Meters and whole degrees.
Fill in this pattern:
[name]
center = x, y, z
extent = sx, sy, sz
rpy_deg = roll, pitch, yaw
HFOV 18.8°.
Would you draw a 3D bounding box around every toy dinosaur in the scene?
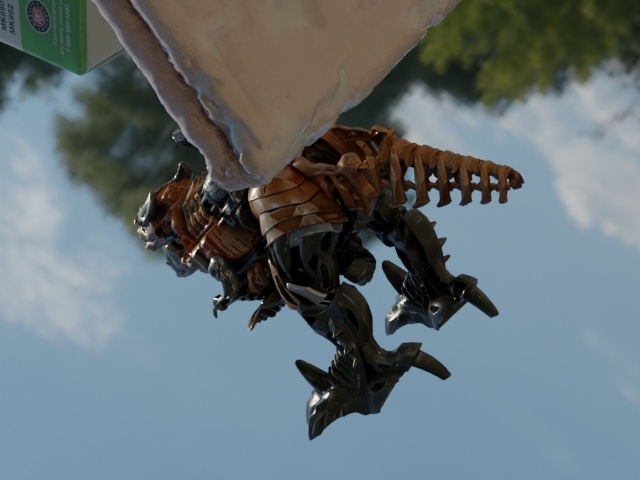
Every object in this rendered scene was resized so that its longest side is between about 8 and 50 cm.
[toy dinosaur]
center = 0.000, 0.000, 1.305
extent = 0.218, 0.164, 0.322
rpy_deg = 58, 160, -16

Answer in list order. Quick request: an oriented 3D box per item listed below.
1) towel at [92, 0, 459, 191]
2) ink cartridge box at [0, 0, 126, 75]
[towel]
center = -0.029, -0.234, 0.909
extent = 0.317, 0.053, 0.332
rpy_deg = 55, -129, -13
[ink cartridge box]
center = -0.286, -0.298, 1.690
extent = 0.289, 0.211, 0.121
rpy_deg = 23, -139, 25
